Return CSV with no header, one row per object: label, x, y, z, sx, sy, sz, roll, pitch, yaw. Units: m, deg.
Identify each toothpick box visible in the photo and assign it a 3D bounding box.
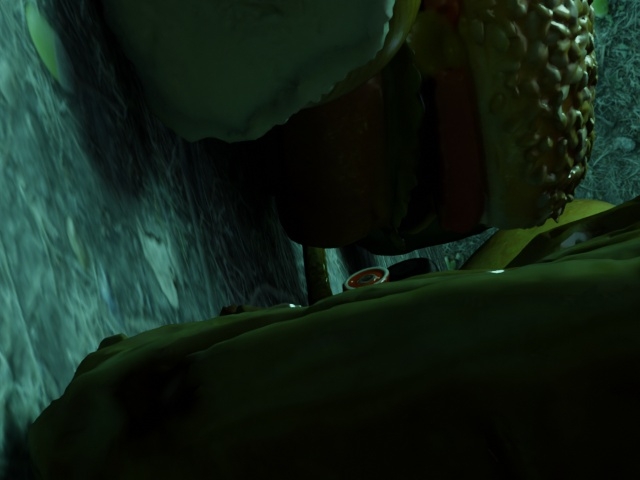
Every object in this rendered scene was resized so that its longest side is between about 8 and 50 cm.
toothpick box,0.056,0.072,1.433,0.047,0.047,0.083,-89,161,-67

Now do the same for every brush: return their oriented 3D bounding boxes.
brush,-0.055,-0.194,0.837,0.267,0.174,0.166,63,17,-2

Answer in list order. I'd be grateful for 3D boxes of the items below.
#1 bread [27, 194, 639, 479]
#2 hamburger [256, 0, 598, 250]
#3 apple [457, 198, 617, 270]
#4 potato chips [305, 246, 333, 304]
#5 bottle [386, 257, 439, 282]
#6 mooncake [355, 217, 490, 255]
bread,0.092,0.124,0.522,0.167,0.324,0.277,-65,139,-74
hamburger,0.070,-0.153,1.081,0.330,0.250,0.330,174,-90,-86
apple,0.265,0.135,1.533,0.305,0.338,0.338,-30,103,-65
potato chips,0.000,0.000,1.254,0.026,0.037,0.204,54,23,-37
bottle,0.135,0.147,1.703,0.096,0.079,0.254,-93,164,-71
mooncake,0.086,-0.162,1.580,0.356,0.194,0.356,-8,90,-87
